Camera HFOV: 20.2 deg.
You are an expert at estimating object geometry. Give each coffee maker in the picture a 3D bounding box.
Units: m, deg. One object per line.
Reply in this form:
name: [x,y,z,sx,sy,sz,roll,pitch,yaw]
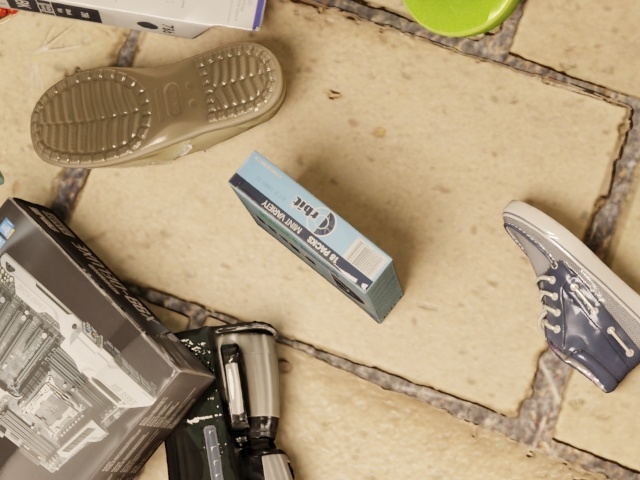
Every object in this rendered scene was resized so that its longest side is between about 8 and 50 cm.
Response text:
coffee maker: [-0.108,0.177,1.638,0.171,0.120,0.178,-14,75,22]

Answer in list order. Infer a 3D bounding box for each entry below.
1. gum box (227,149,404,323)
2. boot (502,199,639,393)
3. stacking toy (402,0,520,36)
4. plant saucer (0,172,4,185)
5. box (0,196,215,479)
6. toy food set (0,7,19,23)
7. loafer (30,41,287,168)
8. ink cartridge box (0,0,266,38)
gum box: [0.000,0.000,1.618,0.157,0.184,0.041,38,84,12]
boot: [0.223,0.051,1.645,0.190,0.069,0.086,41,82,10]
stacking toy: [0.192,-0.347,1.742,0.279,0.130,0.309,-34,73,25]
plant saucer: [-0.408,-0.039,1.752,0.192,0.018,0.067,-29,77,-2]
box: [-0.278,0.156,1.610,0.242,0.076,0.307,44,100,23]
toy food set: [-0.332,-0.254,1.788,0.083,0.020,0.082,-1,78,6]
loafer: [-0.149,-0.118,1.710,0.269,0.092,0.101,-9,75,20]
ink cartridge box: [-0.207,-0.295,1.753,0.333,0.065,0.165,10,78,2]
